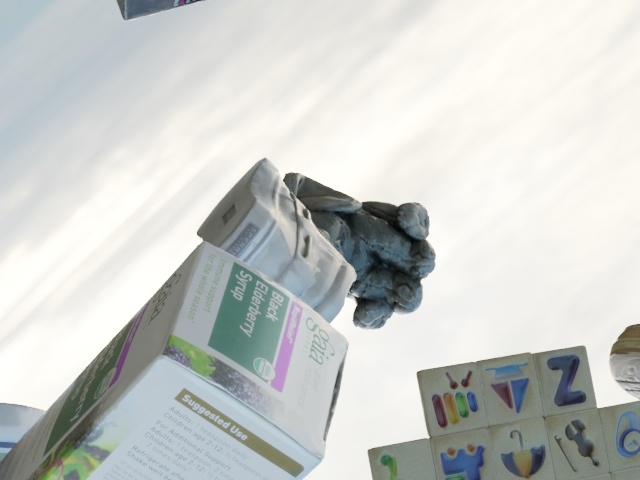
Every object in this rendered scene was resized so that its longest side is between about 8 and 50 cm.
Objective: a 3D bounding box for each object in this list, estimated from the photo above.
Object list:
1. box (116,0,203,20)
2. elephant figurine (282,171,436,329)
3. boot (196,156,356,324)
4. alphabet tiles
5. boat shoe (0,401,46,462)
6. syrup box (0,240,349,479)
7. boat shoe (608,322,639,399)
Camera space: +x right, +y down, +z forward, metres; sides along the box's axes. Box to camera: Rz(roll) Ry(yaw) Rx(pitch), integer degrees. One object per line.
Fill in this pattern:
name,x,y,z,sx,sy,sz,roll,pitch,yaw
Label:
box,-0.092,-0.350,1.672,0.270,0.165,0.143,-17,155,-12
elephant figurine,0.000,0.000,1.926,0.186,0.239,0.169,-29,-125,51
boot,-0.036,0.011,1.488,0.095,0.123,0.258,-46,-169,11
alphabet tiles,0.185,0.267,1.435,0.285,0.343,0.011,-7,173,-26
boat shoe,-0.187,0.179,1.140,0.109,0.302,0.094,-38,-127,33
syrup box,-0.095,0.119,0.838,0.237,0.096,0.093,-47,-164,32
boat shoe,0.448,0.149,2.007,0.121,0.341,0.110,3,-108,39
